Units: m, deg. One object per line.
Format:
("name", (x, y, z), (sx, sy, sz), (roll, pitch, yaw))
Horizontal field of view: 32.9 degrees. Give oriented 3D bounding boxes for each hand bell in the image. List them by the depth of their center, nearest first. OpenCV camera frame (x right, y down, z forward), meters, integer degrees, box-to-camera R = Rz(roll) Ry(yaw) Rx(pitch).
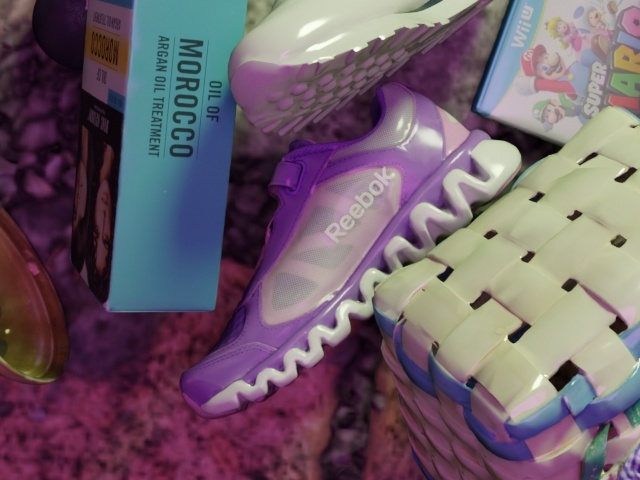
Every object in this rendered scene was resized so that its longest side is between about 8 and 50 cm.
("hand bell", (-0.275, 0.075, 0.599), (0.242, 0.126, 0.126), (-28, 96, 9))

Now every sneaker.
("sneaker", (0.019, -0.134, 0.577), (0.095, 0.090, 0.235), (54, 45, -2))
("sneaker", (0.000, 0.000, 0.622), (0.236, 0.095, 0.104), (-44, 90, -8))

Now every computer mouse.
("computer mouse", (-0.067, -0.187, 0.625), (0.242, 0.041, 0.071), (-43, 96, -4))

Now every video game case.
("video game case", (0.190, -0.106, 0.671), (0.166, 0.015, 0.119), (20, 91, -7))

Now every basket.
("basket", (0.171, 0.099, 0.597), (0.255, 0.201, 0.289), (-40, 131, -7))

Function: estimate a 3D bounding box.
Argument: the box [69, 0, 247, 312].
("box", (-0.086, -0.092, 0.570), (0.060, 0.100, 0.244), (1, 104, -25))
